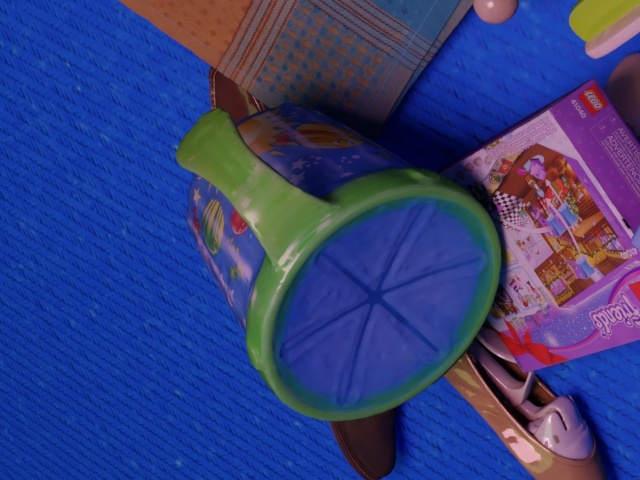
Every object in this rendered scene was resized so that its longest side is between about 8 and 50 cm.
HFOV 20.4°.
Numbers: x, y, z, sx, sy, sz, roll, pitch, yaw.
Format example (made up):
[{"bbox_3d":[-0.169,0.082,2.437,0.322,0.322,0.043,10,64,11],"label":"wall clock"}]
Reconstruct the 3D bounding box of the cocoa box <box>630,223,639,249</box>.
[{"bbox_3d":[0.442,-0.024,1.237,0.347,0.228,0.231,37,132,16],"label":"cocoa box"}]

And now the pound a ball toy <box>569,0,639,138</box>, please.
[{"bbox_3d":[0.274,-0.239,1.337,0.208,0.135,0.319,35,137,-18],"label":"pound a ball toy"}]

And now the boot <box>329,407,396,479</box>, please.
[{"bbox_3d":[0.066,0.143,1.734,0.106,0.082,0.219,5,116,39],"label":"boot"}]

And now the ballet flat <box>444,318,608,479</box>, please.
[{"bbox_3d":[0.190,0.153,1.643,0.232,0.080,0.073,43,133,9],"label":"ballet flat"}]

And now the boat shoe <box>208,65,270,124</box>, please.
[{"bbox_3d":[-0.054,-0.054,1.703,0.095,0.095,0.257,-9,109,41],"label":"boat shoe"}]

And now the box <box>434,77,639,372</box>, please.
[{"bbox_3d":[0.198,-0.002,1.491,0.201,0.057,0.293,56,156,-2],"label":"box"}]

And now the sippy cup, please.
[{"bbox_3d":[0.000,0.000,1.537,0.224,0.240,0.305,46,148,45],"label":"sippy cup"}]

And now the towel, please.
[{"bbox_3d":[-0.057,-0.256,1.566,0.370,0.040,0.271,35,133,-2],"label":"towel"}]

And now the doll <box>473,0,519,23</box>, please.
[{"bbox_3d":[0.104,-0.256,1.444,0.189,0.129,0.046,62,146,11],"label":"doll"}]
